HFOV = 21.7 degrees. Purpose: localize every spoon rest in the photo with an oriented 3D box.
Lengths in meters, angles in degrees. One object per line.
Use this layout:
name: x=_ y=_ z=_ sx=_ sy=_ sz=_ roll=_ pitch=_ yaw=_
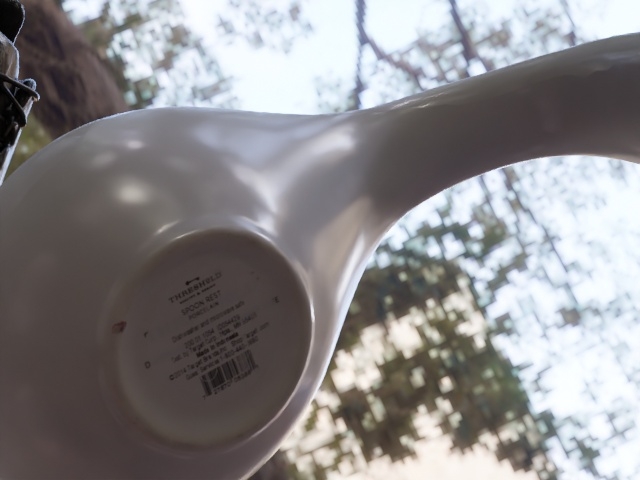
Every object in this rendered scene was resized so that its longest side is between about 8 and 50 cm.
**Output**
spoon rest: x=0.000 y=0.000 z=0.576 sx=0.276 sy=0.084 sz=0.137 roll=-25 pitch=-69 yaw=-23

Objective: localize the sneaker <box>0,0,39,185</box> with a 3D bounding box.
sneaker: x=-0.199 y=-0.041 z=0.810 sx=0.130 sy=0.286 sz=0.109 roll=-38 pitch=-53 yaw=19
